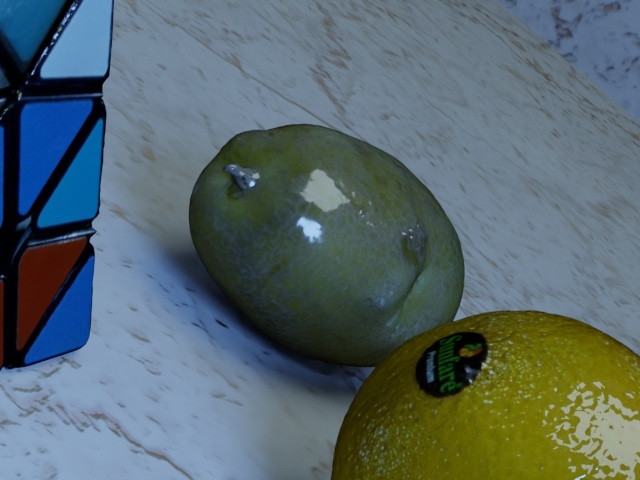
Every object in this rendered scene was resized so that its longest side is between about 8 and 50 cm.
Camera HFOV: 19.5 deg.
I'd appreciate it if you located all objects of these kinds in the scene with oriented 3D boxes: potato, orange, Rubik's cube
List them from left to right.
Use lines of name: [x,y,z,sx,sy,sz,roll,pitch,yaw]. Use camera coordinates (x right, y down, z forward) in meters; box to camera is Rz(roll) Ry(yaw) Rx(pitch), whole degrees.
Rubik's cube: [-0.211,0.036,0.954,0.234,0.284,0.250,-77,152,-49]
potato: [0.000,0.000,1.303,0.174,0.159,0.251,20,-8,34]
orange: [0.115,0.149,1.069,0.236,0.236,0.236,35,19,-14]
